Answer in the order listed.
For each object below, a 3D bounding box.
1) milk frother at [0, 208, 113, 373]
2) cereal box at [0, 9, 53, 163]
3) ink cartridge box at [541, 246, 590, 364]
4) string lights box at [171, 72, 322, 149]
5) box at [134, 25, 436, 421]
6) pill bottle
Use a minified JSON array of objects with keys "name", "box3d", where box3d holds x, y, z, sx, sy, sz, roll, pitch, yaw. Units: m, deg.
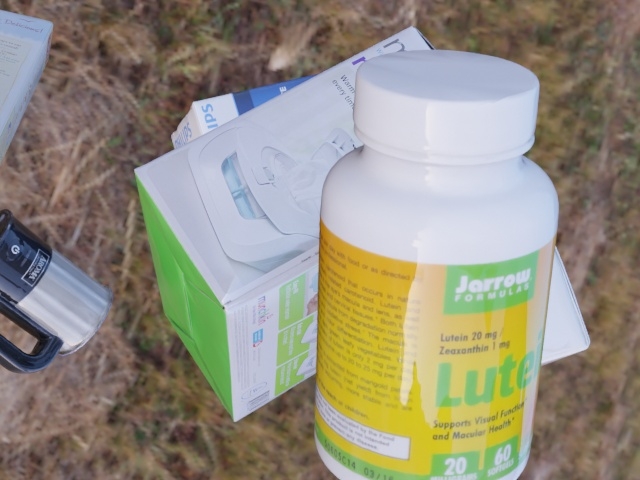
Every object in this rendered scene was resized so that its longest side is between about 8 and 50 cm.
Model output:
[{"name":"milk frother","box3d":[-0.307,0.056,1.162,0.135,0.143,0.129,43,73,-29]},{"name":"cereal box","box3d":[-0.331,-0.130,0.968,0.240,0.173,0.047,-86,-169,-55]},{"name":"ink cartridge box","box3d":[0.133,0.099,1.211,0.283,0.207,0.117,95,-22,-80]},{"name":"string lights box","box3d":[-0.018,-0.125,1.258,0.259,0.133,0.077,-16,86,-18]},{"name":"box","box3d":[0.000,0.000,0.893,0.231,0.127,0.262,-31,160,-14]},{"name":"pill bottle","box3d":[0.066,0.020,0.692,0.136,0.136,0.246,-31,130,-50]}]
